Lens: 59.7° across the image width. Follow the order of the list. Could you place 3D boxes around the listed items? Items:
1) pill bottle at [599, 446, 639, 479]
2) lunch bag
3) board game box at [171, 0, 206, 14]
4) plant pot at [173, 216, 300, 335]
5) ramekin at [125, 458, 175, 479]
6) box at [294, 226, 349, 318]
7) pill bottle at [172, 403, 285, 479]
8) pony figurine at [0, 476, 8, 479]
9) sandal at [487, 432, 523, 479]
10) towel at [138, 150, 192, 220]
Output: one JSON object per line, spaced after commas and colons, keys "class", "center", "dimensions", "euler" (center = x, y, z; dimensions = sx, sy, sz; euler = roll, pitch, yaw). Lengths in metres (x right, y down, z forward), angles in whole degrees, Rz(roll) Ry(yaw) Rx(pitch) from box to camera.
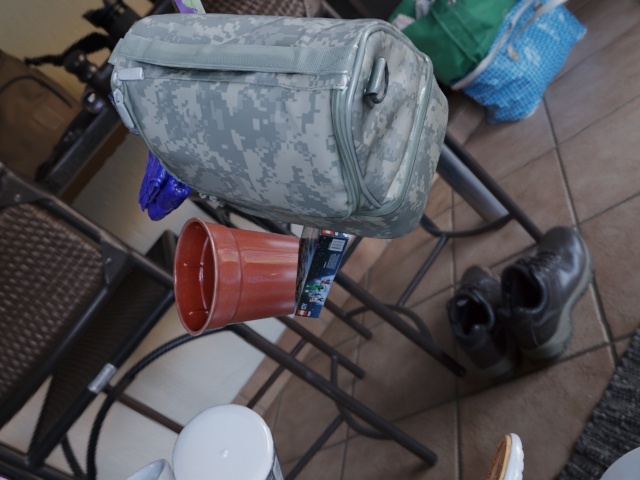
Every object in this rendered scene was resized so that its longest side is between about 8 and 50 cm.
{"class": "pill bottle", "center": [0.393, 0.318, 0.495], "dimensions": [0.160, 0.283, 0.160], "euler": [-51, 5, 7]}
{"class": "lunch bag", "center": [-0.040, -0.138, 0.609], "dimensions": [0.305, 0.256, 0.212], "euler": [12, 80, 27]}
{"class": "board game box", "center": [-0.234, -0.397, 1.090], "dimensions": [0.056, 0.346, 0.208], "euler": [-28, 39, -8]}
{"class": "plant pot", "center": [-0.183, 0.085, 1.348], "dimensions": [0.272, 0.265, 0.272], "euler": [-4, 85, 57]}
{"class": "ramekin", "center": [-0.333, 0.526, 0.952], "dimensions": [0.277, 0.135, 0.277], "euler": [-38, 5, 4]}
{"class": "box", "center": [0.000, 0.000, 0.899], "dimensions": [0.233, 0.044, 0.159], "euler": [108, 167, -51]}
{"class": "pill bottle", "center": [-0.118, 0.337, 0.786], "dimensions": [0.245, 0.131, 0.130], "euler": [87, -159, -51]}
{"class": "pony figurine", "center": [-0.265, 0.180, 0.227], "dimensions": [0.363, 0.351, 0.302], "euler": [-37, -22, -44]}
{"class": "sandal", "center": [0.134, 0.315, 0.562], "dimensions": [0.102, 0.076, 0.265], "euler": [42, -114, -73]}
{"class": "towel", "center": [-0.309, -0.169, 1.126], "dimensions": [0.308, 0.076, 0.227], "euler": [-13, 68, 64]}
